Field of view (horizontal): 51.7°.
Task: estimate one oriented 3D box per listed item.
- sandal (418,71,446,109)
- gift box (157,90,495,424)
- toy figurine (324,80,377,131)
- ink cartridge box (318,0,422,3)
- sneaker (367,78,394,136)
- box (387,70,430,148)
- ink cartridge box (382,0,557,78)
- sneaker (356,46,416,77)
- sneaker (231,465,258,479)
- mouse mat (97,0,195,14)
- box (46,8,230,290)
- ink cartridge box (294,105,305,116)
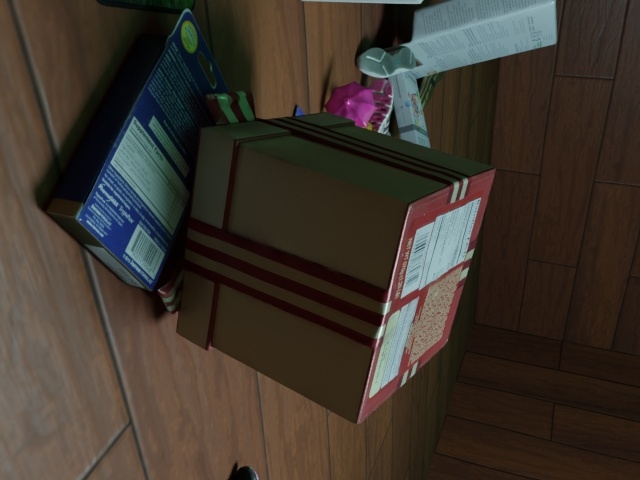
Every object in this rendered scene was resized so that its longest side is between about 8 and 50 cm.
[{"bbox_3d":[0.262,-0.400,1.611,0.180,0.049,0.072,-62,152,-8],"label":"sandal"},{"bbox_3d":[-0.005,-0.003,0.672,0.276,0.258,0.255,-14,121,-57],"label":"gift box"},{"bbox_3d":[0.065,-0.186,1.072,0.159,0.130,0.173,60,4,-32],"label":"toy figurine"},{"bbox_3d":[0.067,-0.443,0.843,0.168,0.171,0.233,-58,151,-47],"label":"ink cartridge box"},{"bbox_3d":[0.101,-0.210,1.216,0.075,0.063,0.171,-20,122,-68],"label":"sneaker"},{"bbox_3d":[0.186,-0.263,1.375,0.145,0.038,0.186,-2,80,-70],"label":"box"},{"bbox_3d":[0.298,-0.415,1.320,0.324,0.329,0.072,-11,92,-70],"label":"ink cartridge box"},{"bbox_3d":[0.110,-0.316,1.199,0.152,0.061,0.054,-17,94,-46],"label":"sneaker"},{"bbox_3d":[-0.121,0.362,0.895,0.057,0.047,0.119,57,43,-46],"label":"sneaker"},{"bbox_3d":[-0.147,-0.295,0.562,0.152,0.007,0.190,-35,130,-64],"label":"mouse mat"},{"bbox_3d":[-0.151,-0.084,0.602,0.136,0.036,0.225,66,39,-58],"label":"box"},{"bbox_3d":[0.000,0.000,1.024,0.303,0.072,0.308,43,60,-66],"label":"ink cartridge box"}]
